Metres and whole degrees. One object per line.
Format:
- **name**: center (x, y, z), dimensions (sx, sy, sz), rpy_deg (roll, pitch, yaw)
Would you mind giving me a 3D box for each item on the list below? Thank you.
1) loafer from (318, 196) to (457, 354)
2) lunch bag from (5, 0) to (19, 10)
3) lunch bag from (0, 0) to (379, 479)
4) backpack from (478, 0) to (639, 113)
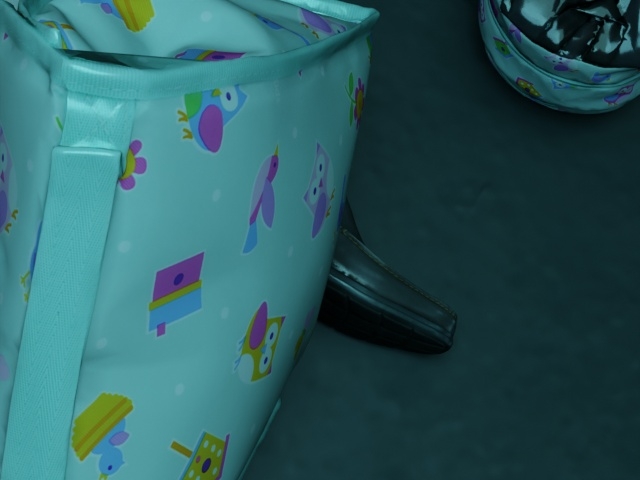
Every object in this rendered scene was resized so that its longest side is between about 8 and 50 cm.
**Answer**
- **loafer**: center (0.000, 0.000, 0.965), dimensions (0.170, 0.062, 0.061), rpy_deg (30, 68, -2)
- **lunch bag**: center (-0.217, -0.095, 0.877), dimensions (0.293, 0.258, 0.120), rpy_deg (-48, 45, -13)
- **lunch bag**: center (-0.082, 0.002, 0.805), dimensions (0.160, 0.262, 0.223), rpy_deg (15, 107, 8)
- **backpack**: center (0.158, -0.157, 1.002), dimensions (0.152, 0.115, 0.182), rpy_deg (21, 74, 9)
